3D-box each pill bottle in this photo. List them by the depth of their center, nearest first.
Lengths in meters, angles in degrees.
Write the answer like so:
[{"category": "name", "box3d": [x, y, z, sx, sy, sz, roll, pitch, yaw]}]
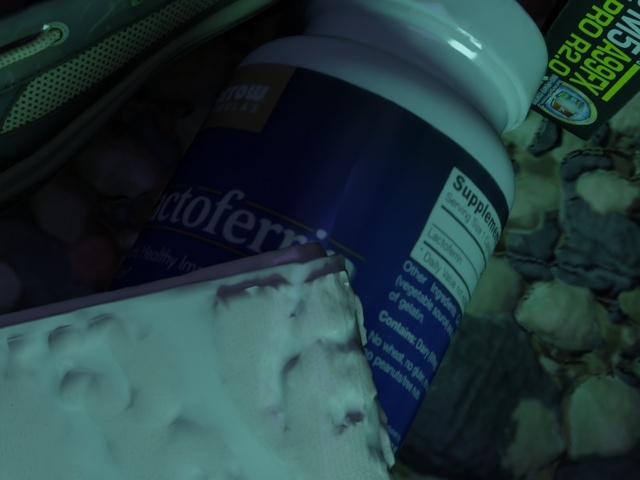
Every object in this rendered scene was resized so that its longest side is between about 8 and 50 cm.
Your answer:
[{"category": "pill bottle", "box3d": [0.000, 0.000, 0.487, 0.153, 0.153, 0.264, 27, 75, 1]}]

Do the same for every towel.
[{"category": "towel", "box3d": [-0.100, 0.192, 0.379, 0.317, 0.053, 0.331, -13, 88, 23]}]

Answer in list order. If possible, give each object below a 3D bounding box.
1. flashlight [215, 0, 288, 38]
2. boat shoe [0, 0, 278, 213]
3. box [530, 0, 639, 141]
[{"category": "flashlight", "box3d": [-0.174, -0.120, 0.532, 0.304, 0.103, 0.103, -19, 84, -5]}, {"category": "boat shoe", "box3d": [-0.072, -0.152, 0.424, 0.132, 0.130, 0.355, 39, 80, 6]}, {"category": "box", "box3d": [0.206, -0.203, 0.519, 0.060, 0.216, 0.270, 31, 76, 2]}]
